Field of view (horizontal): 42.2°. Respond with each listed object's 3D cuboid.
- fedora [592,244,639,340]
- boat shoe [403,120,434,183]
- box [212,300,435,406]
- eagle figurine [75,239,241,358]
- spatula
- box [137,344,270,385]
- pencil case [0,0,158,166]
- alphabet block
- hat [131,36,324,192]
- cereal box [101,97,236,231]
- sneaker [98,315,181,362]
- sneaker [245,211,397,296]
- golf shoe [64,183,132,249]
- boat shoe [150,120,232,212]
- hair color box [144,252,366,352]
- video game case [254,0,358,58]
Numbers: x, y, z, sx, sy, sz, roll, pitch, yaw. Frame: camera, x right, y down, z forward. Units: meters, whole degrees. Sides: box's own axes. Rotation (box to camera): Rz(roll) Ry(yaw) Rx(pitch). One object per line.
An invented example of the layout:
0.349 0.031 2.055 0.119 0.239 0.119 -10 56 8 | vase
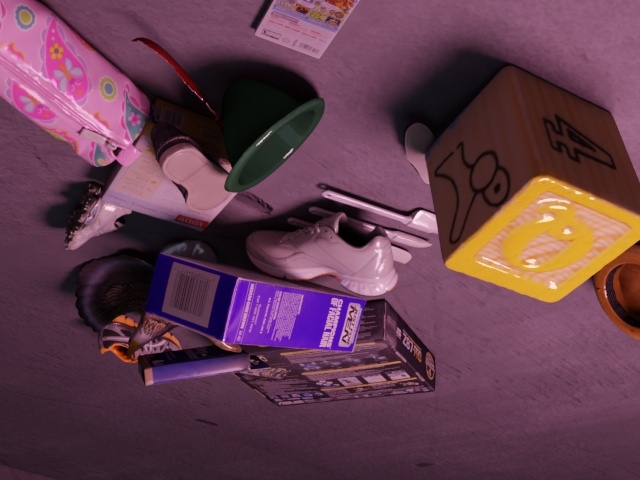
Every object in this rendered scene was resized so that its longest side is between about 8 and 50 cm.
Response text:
0.550 0.080 1.390 0.079 0.194 0.194 -26 161 -25 | fedora
0.138 -0.128 1.154 0.046 0.038 0.125 -37 142 3 | boat shoe
0.013 0.255 1.786 0.395 0.097 0.318 -10 149 24 | box
-0.309 0.119 1.542 0.298 0.225 0.226 11 125 60 | eagle figurine
0.082 -0.026 1.365 0.242 0.019 0.168 18 153 -22 | spatula
-0.216 0.223 1.522 0.225 0.036 0.136 -4 -177 -17 | box
-0.329 -0.200 1.000 0.124 0.124 0.284 -13 146 28 | pencil case
0.268 -0.067 1.054 0.194 0.197 0.192 17 137 -23 | alphabet block
-0.115 -0.188 1.080 0.183 0.173 0.208 47 161 6 | hat
-0.207 -0.103 1.231 0.173 0.047 0.240 18 148 -24 | cereal box
-0.398 0.230 1.806 0.215 0.083 0.084 27 142 -36 | sneaker
0.000 0.000 1.340 0.263 0.099 0.121 10 126 19 | sneaker
-0.370 -0.025 1.374 0.086 0.069 0.176 14 150 -29 | golf shoe
-0.176 -0.100 1.135 0.075 0.065 0.206 -33 160 0 | boat shoe
-0.098 0.108 1.376 0.185 0.110 0.339 14 -178 38 | hair color box
-0.015 -0.265 0.960 0.087 0.011 0.122 16 148 -19 | video game case
